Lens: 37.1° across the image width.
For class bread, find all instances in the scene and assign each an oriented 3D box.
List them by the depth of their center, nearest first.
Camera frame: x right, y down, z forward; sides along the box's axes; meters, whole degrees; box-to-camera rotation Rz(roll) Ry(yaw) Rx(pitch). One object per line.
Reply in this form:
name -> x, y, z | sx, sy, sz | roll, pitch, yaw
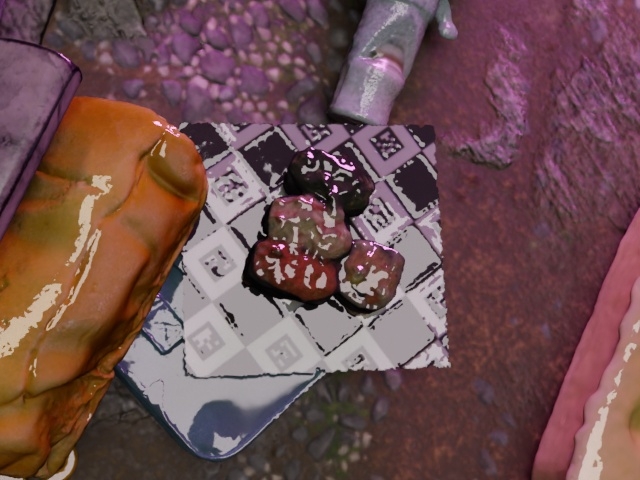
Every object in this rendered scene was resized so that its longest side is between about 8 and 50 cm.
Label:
bread -> -0.210, 0.029, 0.739 | 0.132, 0.166, 0.294 | 40, 73, -47

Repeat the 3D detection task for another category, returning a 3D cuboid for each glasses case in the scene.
glasses case -> -0.270, -0.003, 0.668 | 0.114, 0.060, 0.299 | 10, 68, 29

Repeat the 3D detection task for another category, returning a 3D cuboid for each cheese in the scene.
cheese -> 0.353, 0.164, 0.893 | 0.383, 0.104, 0.384 | 2, 81, -14

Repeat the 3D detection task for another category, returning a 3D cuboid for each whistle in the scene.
whistle -> 0.091, -0.269, 0.891 | 0.142, 0.133, 0.346 | 24, 86, -50

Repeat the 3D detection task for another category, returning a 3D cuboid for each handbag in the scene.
handbag -> -0.069, 0.063, 0.833 | 0.229, 0.062, 0.179 | -43, 90, -15

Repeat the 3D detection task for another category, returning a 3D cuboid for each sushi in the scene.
sushi -> 0.000, 0.000, 0.801 | 0.231, 0.047, 0.220 | -1, 80, -11

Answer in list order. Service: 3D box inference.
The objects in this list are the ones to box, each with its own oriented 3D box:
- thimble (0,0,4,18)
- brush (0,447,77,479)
thimble -> -0.312, -0.217, 0.770 | 0.097, 0.150, 0.150 | 17, 78, -10
brush -> -0.313, 0.253, 0.771 | 0.272, 0.013, 0.103 | -38, 92, -16
